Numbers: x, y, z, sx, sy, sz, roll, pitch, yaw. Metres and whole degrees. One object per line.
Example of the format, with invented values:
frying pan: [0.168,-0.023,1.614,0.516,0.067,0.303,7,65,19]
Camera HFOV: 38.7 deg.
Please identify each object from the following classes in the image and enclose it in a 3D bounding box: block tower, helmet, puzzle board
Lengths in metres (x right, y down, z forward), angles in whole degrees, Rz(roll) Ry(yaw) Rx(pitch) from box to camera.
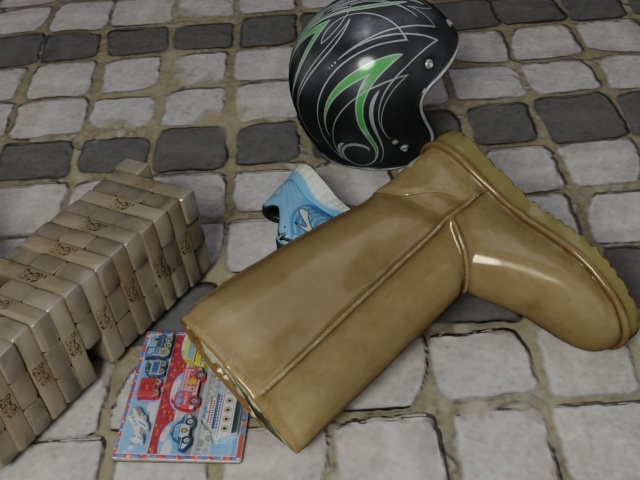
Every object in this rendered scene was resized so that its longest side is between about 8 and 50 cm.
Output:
block tower: [-0.218,0.066,0.716,0.097,0.091,0.335,15,45,28]
helmet: [0.052,-0.169,0.912,0.169,0.161,0.169,-3,41,2]
puzzle board: [-0.101,0.118,0.711,0.096,0.011,0.128,-1,41,5]

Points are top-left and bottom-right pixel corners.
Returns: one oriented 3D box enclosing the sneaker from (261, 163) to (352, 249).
sneaker: [0.000,0.000,0.815,0.073,0.063,0.162,-36,43,-6]

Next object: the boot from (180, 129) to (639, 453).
boot: [0.070,0.067,0.696,0.269,0.089,0.236,-38,70,-20]
